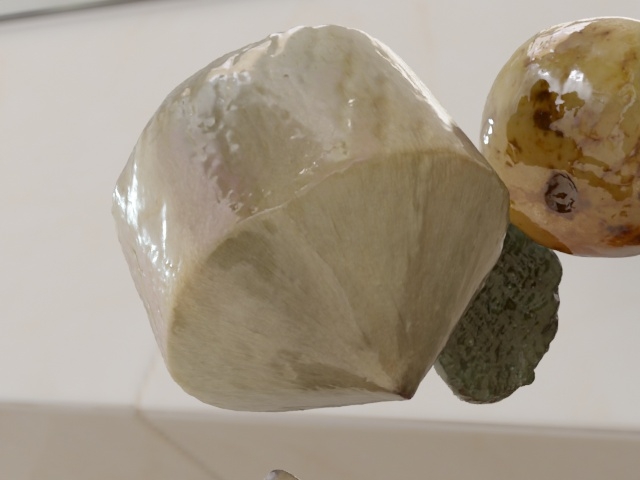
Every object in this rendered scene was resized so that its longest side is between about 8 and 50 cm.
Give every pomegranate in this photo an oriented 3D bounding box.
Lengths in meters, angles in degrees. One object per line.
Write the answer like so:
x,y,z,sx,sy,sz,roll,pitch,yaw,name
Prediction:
0.247,-0.090,1.730,0.215,0.215,0.215,2,-93,-49,pomegranate

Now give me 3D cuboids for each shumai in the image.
0.122,0.065,1.857,0.184,0.142,0.184,3,-98,-26,shumai

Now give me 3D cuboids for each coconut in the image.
0.000,0.000,1.549,0.329,0.329,0.329,2,-93,-49,coconut

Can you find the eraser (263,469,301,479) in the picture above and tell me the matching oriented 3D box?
0.076,0.312,1.463,0.144,0.343,0.078,-56,-15,-17,eraser
